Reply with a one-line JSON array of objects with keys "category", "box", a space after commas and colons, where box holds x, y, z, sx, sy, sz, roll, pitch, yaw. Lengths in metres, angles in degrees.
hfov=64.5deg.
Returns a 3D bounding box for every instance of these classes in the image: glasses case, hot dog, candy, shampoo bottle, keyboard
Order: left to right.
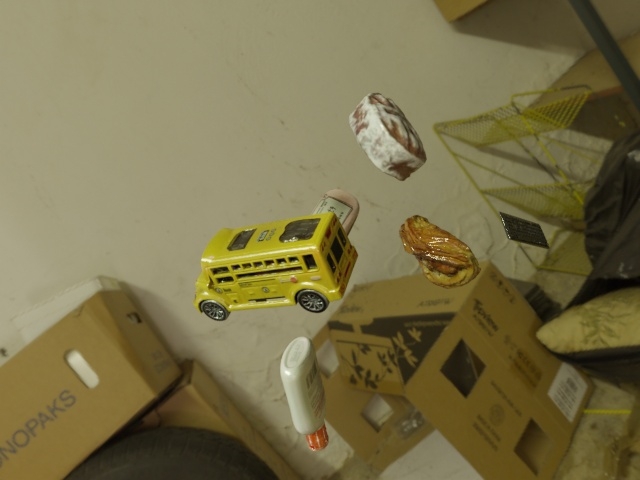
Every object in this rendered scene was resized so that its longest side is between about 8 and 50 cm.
[{"category": "shampoo bottle", "box": [-0.023, 0.286, 0.908, 0.051, 0.221, 0.108, -3, 28, 15]}, {"category": "glasses case", "box": [0.000, 0.000, 1.423, 0.315, 0.122, 0.075, -60, -20, -9]}, {"category": "candy", "box": [0.190, -0.297, 1.467, 0.157, 0.214, 0.290, -44, 45, 29]}, {"category": "hot dog", "box": [0.284, 0.032, 1.269, 0.114, 0.175, 0.259, -38, 22, 1]}, {"category": "keyboard", "box": [0.421, -0.018, 1.043, 0.197, 0.064, 0.010, 8, -29, -45]}]

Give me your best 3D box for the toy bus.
[{"category": "toy bus", "box": [-0.106, 0.046, 0.967, 0.330, 0.151, 0.145, -8, 35, 26]}]
